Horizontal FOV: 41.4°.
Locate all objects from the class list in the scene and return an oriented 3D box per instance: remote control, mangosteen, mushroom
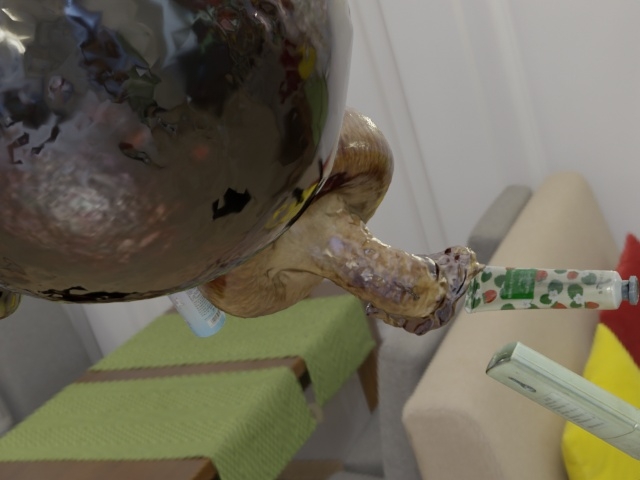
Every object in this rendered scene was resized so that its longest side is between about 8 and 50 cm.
[{"bbox_3d":[0.316,0.197,1.031,0.038,0.233,0.098,-61,-2,-21],"label":"remote control"},{"bbox_3d":[-0.142,-0.103,0.435,0.313,0.297,0.297,-10,17,10],"label":"mangosteen"},{"bbox_3d":[-0.018,0.006,1.176,0.331,0.356,0.334,-32,-14,30],"label":"mushroom"}]

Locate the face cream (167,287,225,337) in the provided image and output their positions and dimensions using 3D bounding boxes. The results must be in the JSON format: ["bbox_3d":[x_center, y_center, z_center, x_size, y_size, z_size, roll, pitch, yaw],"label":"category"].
[{"bbox_3d":[-0.259,0.086,1.610,0.075,0.229,0.075,-15,40,13],"label":"face cream"}]

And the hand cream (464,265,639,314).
[{"bbox_3d":[0.372,0.080,1.385,0.276,0.059,0.095,-1,59,28],"label":"hand cream"}]
